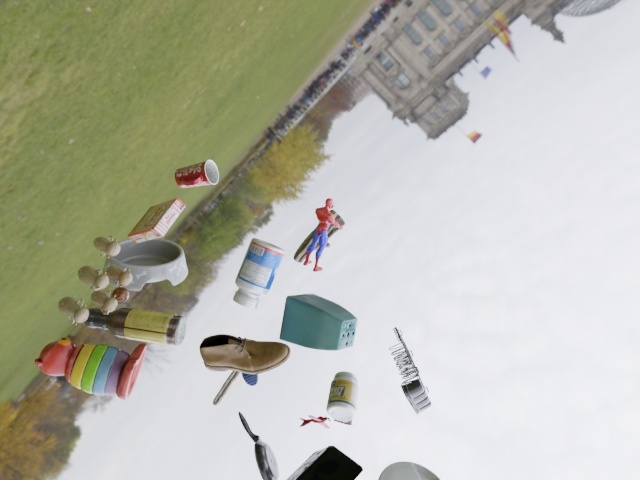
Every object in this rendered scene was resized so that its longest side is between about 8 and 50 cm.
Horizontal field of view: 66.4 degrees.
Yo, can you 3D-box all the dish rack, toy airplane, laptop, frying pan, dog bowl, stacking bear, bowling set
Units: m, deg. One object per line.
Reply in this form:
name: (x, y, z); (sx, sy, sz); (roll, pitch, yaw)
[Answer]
dish rack: (0.300, 0.442, 1.697); (0.074, 0.208, 0.271); (-23, -133, 5)
toy airplane: (-0.026, 0.766, 2.075); (0.151, 0.151, 0.028); (-39, -148, 36)
laptop: (-0.006, 0.929, 1.902); (0.234, 0.136, 0.264); (-29, 167, -40)
frying pan: (-0.245, 0.867, 2.047); (0.053, 0.326, 0.197); (-23, 160, 1)
dog bowl: (-0.745, 0.089, 2.093); (0.348, 0.349, 0.102); (-80, 178, -68)
stacking bear: (-0.721, 0.386, 1.522); (0.175, 0.289, 0.164); (-109, -143, -75)
bowling set: (-0.665, 0.142, 1.557); (0.154, 0.200, 0.286); (14, -103, 40)

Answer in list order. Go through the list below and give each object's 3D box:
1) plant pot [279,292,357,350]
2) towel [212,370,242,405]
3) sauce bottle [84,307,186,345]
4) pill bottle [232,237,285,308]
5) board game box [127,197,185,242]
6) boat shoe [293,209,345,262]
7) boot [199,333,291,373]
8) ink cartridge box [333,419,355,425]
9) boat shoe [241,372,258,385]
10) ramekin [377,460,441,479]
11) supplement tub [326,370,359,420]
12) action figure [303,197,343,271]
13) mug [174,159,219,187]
plant pot: (0.003, 0.303, 1.762); (0.234, 0.166, 0.165); (13, -84, 35)
towel: (-0.426, 0.695, 2.446); (0.282, 0.049, 0.187); (-56, 165, -6)
sauce bottle: (-0.648, 0.292, 1.713); (0.111, 0.345, 0.111); (9, 90, -84)
pill bottle: (-0.214, 0.113, 1.656); (0.124, 0.124, 0.221); (-150, -98, -78)
board game box: (-0.573, -0.067, 1.709); (0.194, 0.045, 0.146); (-10, -137, 43)
boat shoe: (0.001, 0.002, 1.962); (0.257, 0.095, 0.095); (-49, -169, 10)
boot: (-0.254, 0.369, 1.628); (0.306, 0.115, 0.112); (-5, -140, 6)
ink cartridge box: (0.129, 0.935, 2.537); (0.115, 0.063, 0.029); (-10, -117, 51)
boat shoe: (-0.295, 0.502, 2.003); (0.066, 0.183, 0.066); (-17, -176, 0)
ramekin: (0.325, 0.952, 1.767); (0.273, 0.273, 0.127); (-73, 176, -64)
supplement tub: (0.112, 0.758, 2.388); (0.144, 0.144, 0.199); (-39, -157, 36)
action figure: (0.024, -0.033, 1.831); (0.139, 0.092, 0.280); (-19, 130, -48)
mug: (-0.568, -0.295, 2.196); (0.169, 0.113, 0.150); (-7, 180, 20)
